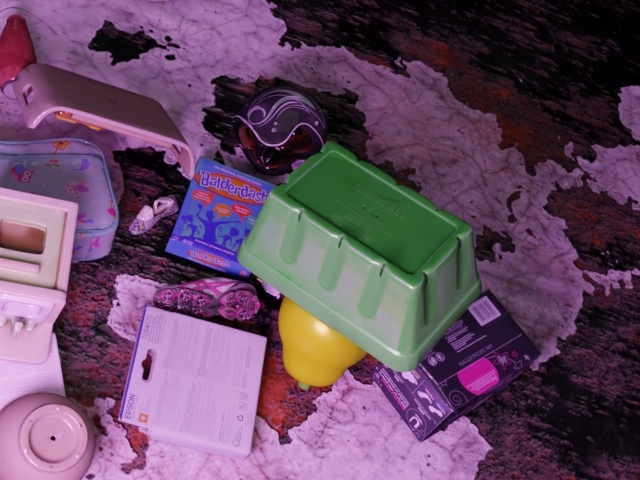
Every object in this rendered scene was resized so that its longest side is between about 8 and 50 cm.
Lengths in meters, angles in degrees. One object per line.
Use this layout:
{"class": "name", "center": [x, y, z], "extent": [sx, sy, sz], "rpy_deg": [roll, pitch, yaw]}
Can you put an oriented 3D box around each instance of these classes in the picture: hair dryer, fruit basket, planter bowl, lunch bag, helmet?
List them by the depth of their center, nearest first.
{"class": "planter bowl", "center": [-0.403, 0.296, 1.531], "extent": [0.162, 0.109, 0.162], "rpy_deg": [9, 68, -24]}
{"class": "fruit basket", "center": [0.052, 0.075, 1.747], "extent": [0.392, 0.392, 0.283], "rpy_deg": [42, 57, 8]}
{"class": "lunch bag", "center": [-0.497, -0.074, 1.777], "extent": [0.279, 0.108, 0.224], "rpy_deg": [-2, 58, -26]}
{"class": "hair dryer", "center": [-0.632, -0.331, 1.918], "extent": [0.224, 0.080, 0.293], "rpy_deg": [36, 50, 4]}
{"class": "helmet", "center": [-0.073, -0.222, 2.042], "extent": [0.161, 0.169, 0.169], "rpy_deg": [-31, 73, -20]}

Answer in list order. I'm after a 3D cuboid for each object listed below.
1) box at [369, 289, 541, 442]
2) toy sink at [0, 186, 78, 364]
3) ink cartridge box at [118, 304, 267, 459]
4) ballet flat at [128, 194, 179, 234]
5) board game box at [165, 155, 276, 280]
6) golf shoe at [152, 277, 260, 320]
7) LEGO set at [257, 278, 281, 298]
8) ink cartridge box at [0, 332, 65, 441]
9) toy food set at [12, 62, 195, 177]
{"class": "box", "center": [0.242, 0.224, 1.881], "extent": [0.247, 0.142, 0.163], "rpy_deg": [-24, 68, -36]}
{"class": "toy sink", "center": [-0.465, 0.053, 1.578], "extent": [0.153, 0.131, 0.234], "rpy_deg": [12, 64, -20]}
{"class": "ink cartridge box", "center": [-0.211, 0.235, 1.726], "extent": [0.224, 0.045, 0.223], "rpy_deg": [18, 54, -14]}
{"class": "ballet flat", "center": [-0.305, -0.052, 1.893], "extent": [0.041, 0.041, 0.114], "rpy_deg": [46, 51, 11]}
{"class": "board game box", "center": [-0.182, -0.044, 1.938], "extent": [0.160, 0.047, 0.210], "rpy_deg": [21, 50, -10]}
{"class": "golf shoe", "center": [-0.203, 0.101, 1.826], "extent": [0.186, 0.067, 0.086], "rpy_deg": [3, 24, -17]}
{"class": "LEGO set", "center": [0.000, 0.000, 1.936], "extent": [0.107, 0.132, 0.287], "rpy_deg": [37, 72, -3]}
{"class": "ink cartridge box", "center": [-0.483, 0.264, 1.595], "extent": [0.181, 0.056, 0.224], "rpy_deg": [-6, 77, -28]}
{"class": "toy food set", "center": [-0.388, -0.208, 1.865], "extent": [0.306, 0.092, 0.219], "rpy_deg": [15, 21, -30]}
